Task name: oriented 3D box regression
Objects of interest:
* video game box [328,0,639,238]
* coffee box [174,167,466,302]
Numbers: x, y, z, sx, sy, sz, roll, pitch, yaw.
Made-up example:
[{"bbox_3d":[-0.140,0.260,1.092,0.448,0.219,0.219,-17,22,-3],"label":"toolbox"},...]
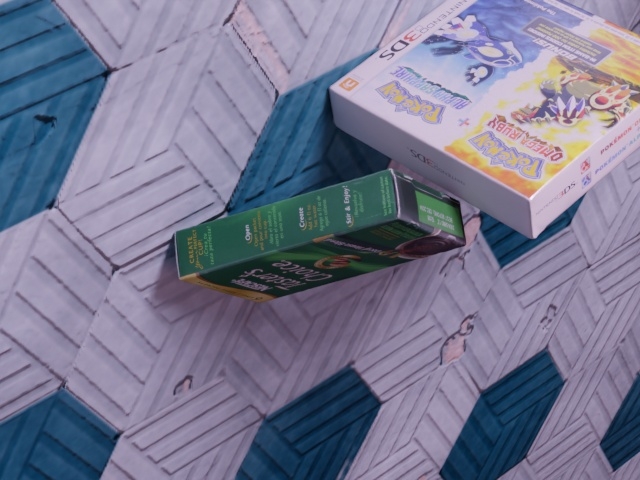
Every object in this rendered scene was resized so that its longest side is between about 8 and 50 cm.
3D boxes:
[{"bbox_3d":[0.141,-0.109,1.260,0.187,0.205,0.048,-40,141,-23],"label":"video game box"},{"bbox_3d":[0.000,0.000,1.220,0.113,0.184,0.040,21,58,-59],"label":"coffee box"}]
